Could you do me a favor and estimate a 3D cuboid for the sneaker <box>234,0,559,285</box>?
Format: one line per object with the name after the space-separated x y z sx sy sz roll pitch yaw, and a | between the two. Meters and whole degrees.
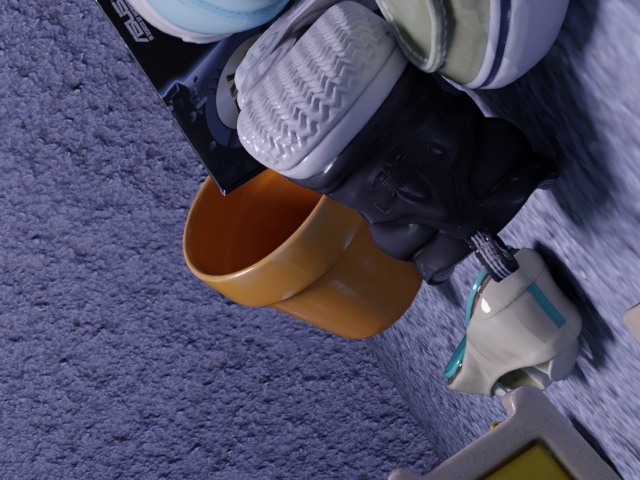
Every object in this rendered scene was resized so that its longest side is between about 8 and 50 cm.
0.037 -0.064 0.527 0.153 0.101 0.268 41 -163 -17 | sneaker

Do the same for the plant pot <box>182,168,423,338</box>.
0.000 0.000 0.972 0.188 0.205 0.205 41 -174 -35 | plant pot

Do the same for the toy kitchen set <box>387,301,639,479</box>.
0.115 0.082 0.286 0.122 0.166 0.207 56 176 12 | toy kitchen set

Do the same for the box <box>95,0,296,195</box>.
-0.064 -0.152 0.721 0.180 0.147 0.077 59 176 -28 | box

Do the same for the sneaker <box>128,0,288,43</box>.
-0.105 -0.277 0.497 0.366 0.135 0.150 58 161 -23 | sneaker

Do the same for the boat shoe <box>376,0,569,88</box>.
0.003 -0.151 0.300 0.109 0.094 0.302 53 176 40 | boat shoe

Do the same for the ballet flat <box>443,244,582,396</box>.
0.137 0.077 0.686 0.086 0.086 0.248 55 175 17 | ballet flat

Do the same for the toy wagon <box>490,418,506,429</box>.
0.263 0.284 0.854 0.344 0.068 0.267 59 175 -17 | toy wagon
